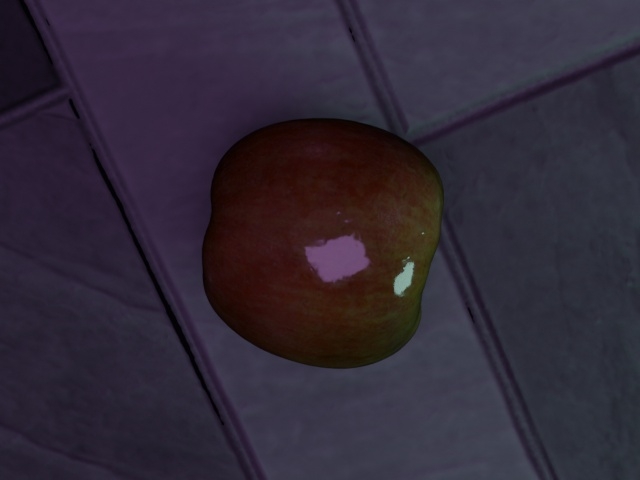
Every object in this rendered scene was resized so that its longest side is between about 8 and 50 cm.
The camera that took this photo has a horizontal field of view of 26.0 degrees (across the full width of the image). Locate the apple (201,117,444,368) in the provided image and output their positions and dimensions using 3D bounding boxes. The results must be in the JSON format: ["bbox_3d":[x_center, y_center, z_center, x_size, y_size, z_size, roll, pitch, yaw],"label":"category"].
[{"bbox_3d":[0.000,0.000,1.039,0.174,0.188,0.188,9,103,3],"label":"apple"}]
